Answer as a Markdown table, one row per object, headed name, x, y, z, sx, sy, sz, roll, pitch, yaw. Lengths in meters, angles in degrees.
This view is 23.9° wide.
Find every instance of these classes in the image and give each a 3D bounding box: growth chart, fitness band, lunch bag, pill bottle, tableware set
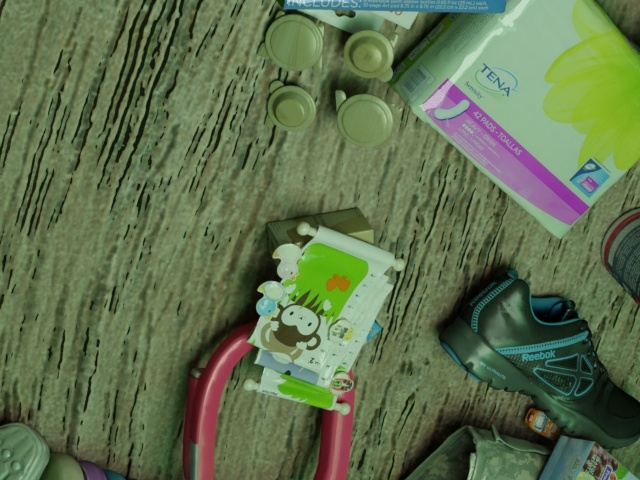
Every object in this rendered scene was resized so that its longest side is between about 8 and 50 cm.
| name | x | y | z | sx | sy | sz | roll | pitch | yaw |
| --- | --- | --- | --- | --- | --- | --- | --- | --- | --- |
| growth chart | -0.003 | 0.093 | 1.773 | 0.172 | 0.021 | 0.237 | 11 | 113 | -26 |
| fitness band | -0.062 | 0.234 | 1.844 | 0.209 | 0.054 | 0.291 | 1 | 101 | -25 |
| lunch bag | 0.224 | 0.380 | 1.991 | 0.235 | 0.169 | 0.287 | 18 | 117 | -29 |
| pill bottle | 0.433 | 0.044 | 1.871 | 0.108 | 0.180 | 0.108 | -8 | 121 | -14 |
| tableware set | 0.010 | -0.175 | 1.663 | 0.169 | 0.020 | 0.141 | 10 | 116 | 3 |

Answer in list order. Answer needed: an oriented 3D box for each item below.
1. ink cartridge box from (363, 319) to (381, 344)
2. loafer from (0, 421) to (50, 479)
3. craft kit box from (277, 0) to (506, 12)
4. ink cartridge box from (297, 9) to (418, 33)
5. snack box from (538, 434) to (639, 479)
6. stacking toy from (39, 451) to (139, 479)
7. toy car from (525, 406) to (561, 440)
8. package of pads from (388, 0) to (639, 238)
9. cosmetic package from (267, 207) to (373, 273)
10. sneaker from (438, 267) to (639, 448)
| name | x | y | z | sx | sy | sz | roll | pitch | yaw |
| --- | --- | --- | --- | --- | --- | --- | --- | --- | --- |
| ink cartridge box | 0.029 | 0.094 | 1.851 | 0.048 | 0.028 | 0.083 | -41 | 124 | 6 |
| loafer | -0.434 | 0.340 | 1.799 | 0.319 | 0.112 | 0.111 | -44 | 159 | 8 |
| craft kit box | 0.085 | -0.354 | 1.517 | 0.250 | 0.061 | 0.246 | -1 | 120 | -19 |
| ink cartridge box | 0.068 | -0.305 | 1.610 | 0.115 | 0.067 | 0.198 | 19 | 111 | -27 |
| snack box | 0.351 | 0.375 | 1.924 | 0.207 | 0.070 | 0.174 | 40 | 71 | -31 |
| stacking toy | -0.204 | 0.362 | 1.869 | 0.330 | 0.141 | 0.141 | 20 | 111 | -32 |
| toy car | 0.274 | 0.271 | 2.020 | 0.040 | 0.060 | 0.122 | 22 | 110 | -26 |
| package of pads | 0.255 | -0.171 | 1.733 | 0.296 | 0.101 | 0.229 | 37 | 103 | -33 |
| cosmetic package | 0.000 | 0.000 | 1.768 | 0.115 | 0.060 | 0.041 | -11 | 122 | -15 |
| sneaker | 0.315 | 0.158 | 1.932 | 0.341 | 0.125 | 0.139 | 30 | 101 | -33 |
